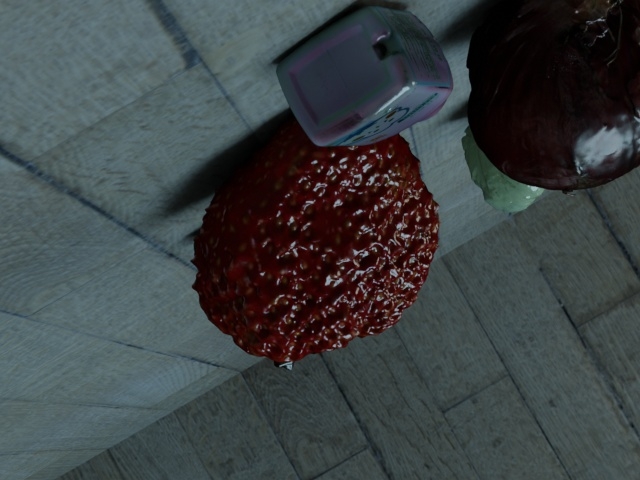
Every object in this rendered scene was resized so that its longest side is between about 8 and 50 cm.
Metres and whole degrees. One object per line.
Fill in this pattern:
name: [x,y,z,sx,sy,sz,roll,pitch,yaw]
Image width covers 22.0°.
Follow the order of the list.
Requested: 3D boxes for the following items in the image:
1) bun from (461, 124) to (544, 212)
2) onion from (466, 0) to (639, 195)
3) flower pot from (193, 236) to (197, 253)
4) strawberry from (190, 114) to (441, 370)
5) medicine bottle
bun: [0.262,-0.139,2.165,0.204,0.126,0.212,-55,179,-6]
onion: [0.277,-0.177,1.741,0.221,0.281,0.281,14,-167,25]
flower pot: [-0.099,0.016,1.984,0.089,0.111,0.111,-20,174,14]
strawberry: [-0.003,-0.003,1.748,0.261,0.261,0.257,-27,178,-19]
medicine bottle: [0.054,-0.149,1.520,0.119,0.094,0.188,-31,171,22]
